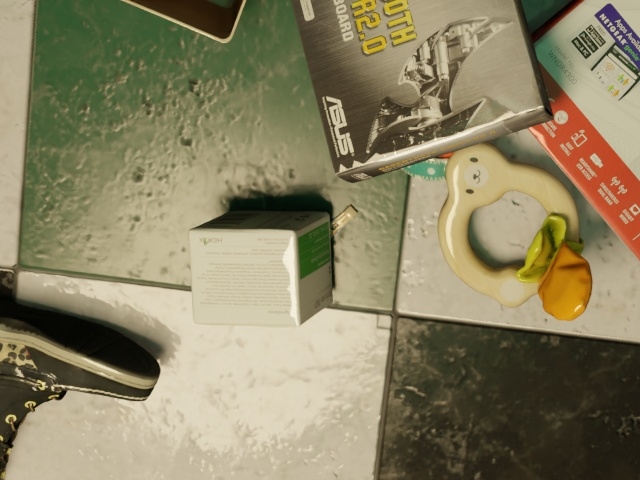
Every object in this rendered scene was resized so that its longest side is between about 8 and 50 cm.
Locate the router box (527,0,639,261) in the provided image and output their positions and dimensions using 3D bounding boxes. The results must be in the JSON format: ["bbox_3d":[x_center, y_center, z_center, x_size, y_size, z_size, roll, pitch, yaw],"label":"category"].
[{"bbox_3d":[0.361,-0.112,1.275,0.301,0.082,0.335,-41,95,10],"label":"router box"}]

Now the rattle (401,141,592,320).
[{"bbox_3d":[0.139,-0.023,1.284,0.130,0.143,0.199,-30,104,27],"label":"rattle"}]

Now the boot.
[{"bbox_3d":[-0.273,0.156,1.373,0.236,0.085,0.178,15,104,7],"label":"boot"}]

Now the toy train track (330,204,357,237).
[{"bbox_3d":[0.000,0.000,1.358,0.083,0.014,0.048,-43,95,10],"label":"toy train track"}]

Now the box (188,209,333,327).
[{"bbox_3d":[-0.051,0.024,1.312,0.102,0.101,0.087,2,101,18],"label":"box"}]

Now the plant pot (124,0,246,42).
[{"bbox_3d":[-0.102,-0.240,1.276,0.109,0.096,0.109,23,101,0],"label":"plant pot"}]

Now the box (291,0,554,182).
[{"bbox_3d":[0.075,-0.183,1.244,0.183,0.056,0.231,-17,79,17],"label":"box"}]
